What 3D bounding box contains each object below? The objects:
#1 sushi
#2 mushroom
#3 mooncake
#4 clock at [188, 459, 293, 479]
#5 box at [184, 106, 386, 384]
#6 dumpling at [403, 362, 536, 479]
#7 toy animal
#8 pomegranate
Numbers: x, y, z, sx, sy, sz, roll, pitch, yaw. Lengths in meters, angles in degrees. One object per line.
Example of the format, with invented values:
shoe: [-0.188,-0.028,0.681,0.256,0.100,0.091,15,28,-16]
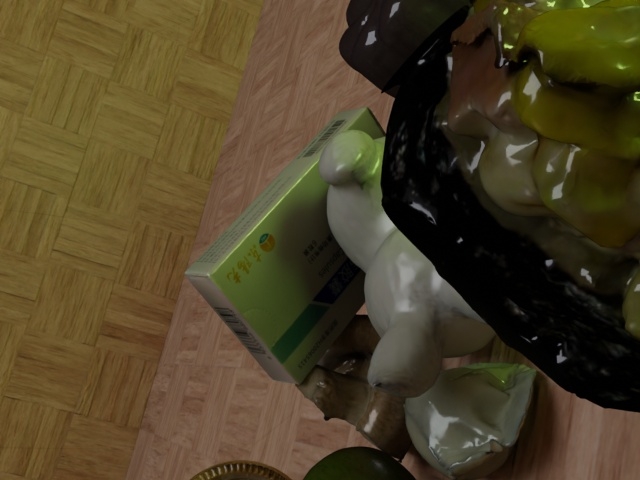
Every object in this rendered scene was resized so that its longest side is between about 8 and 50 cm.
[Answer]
sushi: [0.232,-0.078,0.571,0.329,0.328,0.285,-40,-9,-22]
mushroom: [0.057,0.171,1.112,0.151,0.156,0.286,-60,30,-2]
mooncake: [0.155,-0.383,1.341,0.306,0.154,0.306,-52,25,37]
clock: [-0.132,0.479,1.182,0.200,0.244,0.317,118,167,-68]
box: [0.000,0.000,1.115,0.065,0.200,0.343,-3,40,53]
dumpling: [0.165,0.179,0.891,0.155,0.111,0.181,-33,40,8]
toy animal: [0.110,0.021,0.932,0.196,0.241,0.367,-41,34,16]
pomegranate: [0.053,0.328,0.922,0.210,0.179,0.179,6,78,69]
